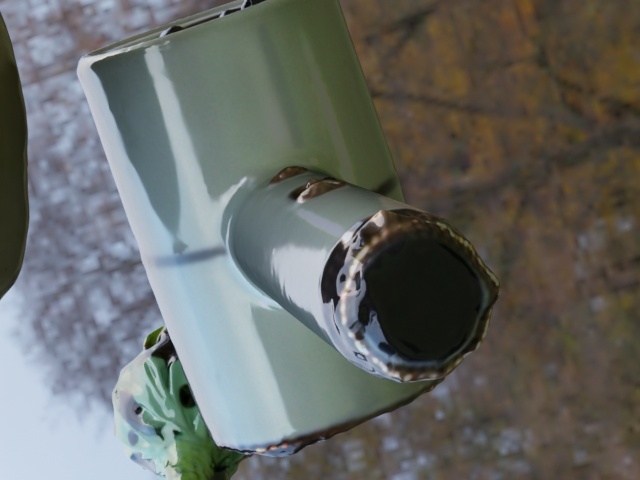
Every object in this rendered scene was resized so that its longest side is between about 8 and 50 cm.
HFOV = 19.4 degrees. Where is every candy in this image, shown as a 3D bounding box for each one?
[{"bbox_3d":[-0.061,0.134,0.907,0.083,0.091,0.305,36,-160,-19],"label":"candy"}]

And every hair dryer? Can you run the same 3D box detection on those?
[{"bbox_3d":[0.000,0.000,0.766,0.362,0.128,0.203,-153,44,-77],"label":"hair dryer"}]

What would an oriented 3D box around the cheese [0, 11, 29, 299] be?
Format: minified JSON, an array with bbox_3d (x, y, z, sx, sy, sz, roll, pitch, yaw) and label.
[{"bbox_3d":[-0.223,-0.045,0.791,0.218,0.117,0.235,-29,-75,-52],"label":"cheese"}]
